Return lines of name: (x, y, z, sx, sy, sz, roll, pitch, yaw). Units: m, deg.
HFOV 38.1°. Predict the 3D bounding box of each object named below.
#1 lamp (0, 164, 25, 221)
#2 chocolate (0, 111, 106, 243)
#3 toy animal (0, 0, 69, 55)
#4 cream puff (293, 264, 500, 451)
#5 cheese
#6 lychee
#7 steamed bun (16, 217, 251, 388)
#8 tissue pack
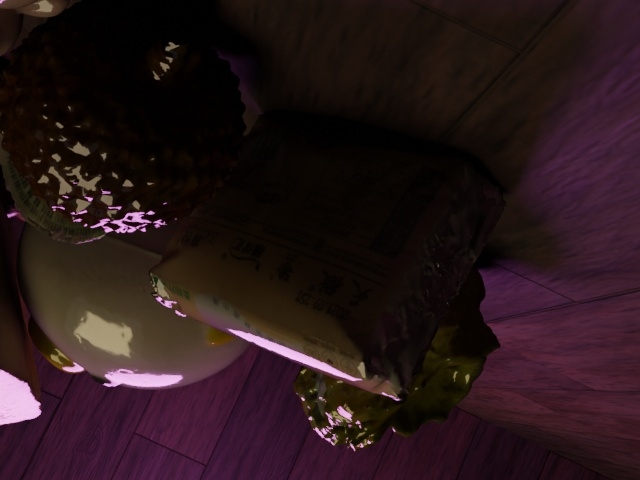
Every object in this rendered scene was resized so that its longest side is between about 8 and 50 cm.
lamp: (-0.430, -0.089, 1.374, 0.215, 0.151, 0.223, -21, 178, 13)
chocolate: (-0.208, -0.107, 0.950, 0.221, 0.221, 0.147, 20, -163, 26)
toy animal: (-0.210, -0.205, 0.610, 0.124, 0.124, 0.212, 30, 134, -27)
cream puff: (0.096, 0.130, 1.060, 0.185, 0.282, 0.282, 33, 169, -4)
cheese: (-0.434, 0.076, 1.150, 0.124, 0.265, 0.242, -10, 157, -13)
lychee: (-0.154, -0.098, 0.737, 0.200, 0.200, 0.238, 29, 149, -21)
steamed bun: (-0.211, 0.034, 1.174, 0.334, 0.334, 0.374, 24, 179, 2)
tissue pack: (0.000, 0.000, 0.809, 0.257, 0.215, 0.123, 15, 156, 40)
